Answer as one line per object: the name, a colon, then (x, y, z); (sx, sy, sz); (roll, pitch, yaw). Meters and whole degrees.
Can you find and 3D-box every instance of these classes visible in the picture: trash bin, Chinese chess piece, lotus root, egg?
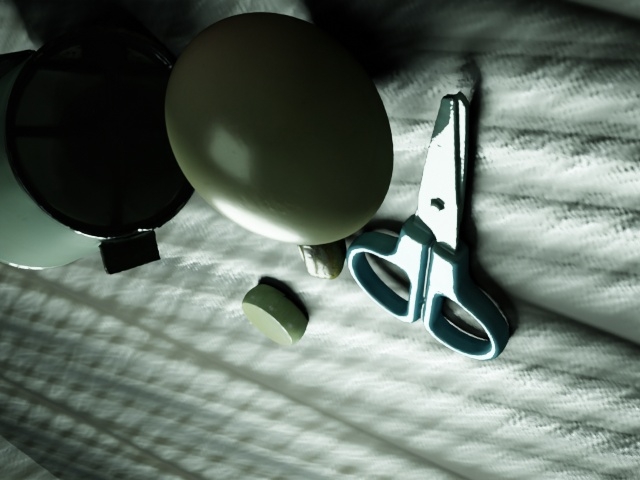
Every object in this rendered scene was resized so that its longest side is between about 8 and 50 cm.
trash bin: (-0.267, -0.090, 2.022); (0.262, 0.217, 0.277); (-19, 86, 63)
Chinese chess piece: (-0.054, 0.087, 2.254); (0.084, 0.034, 0.084); (34, 158, 16)
lotus root: (0.000, 0.000, 1.998); (0.099, 0.049, 0.054); (71, 177, -46)
egg: (-0.033, -0.097, 1.711); (0.241, 0.186, 0.186); (42, 159, -33)

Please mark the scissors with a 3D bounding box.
scissors: (0.112, -0.018, 1.828); (0.192, 0.029, 0.447); (33, 156, 15)
